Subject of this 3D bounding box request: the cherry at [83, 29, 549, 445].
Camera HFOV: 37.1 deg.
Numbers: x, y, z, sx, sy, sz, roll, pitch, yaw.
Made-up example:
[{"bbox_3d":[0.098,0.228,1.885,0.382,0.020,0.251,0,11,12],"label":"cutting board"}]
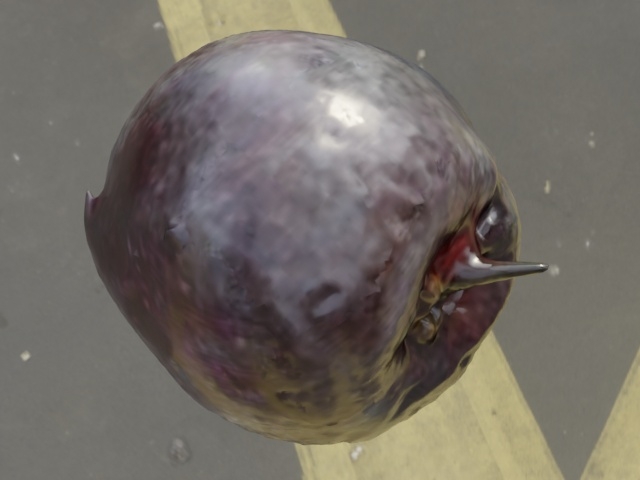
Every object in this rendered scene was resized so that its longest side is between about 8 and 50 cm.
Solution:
[{"bbox_3d":[-0.006,-0.006,0.431,0.195,0.195,0.195,-6,54,9],"label":"cherry"}]
